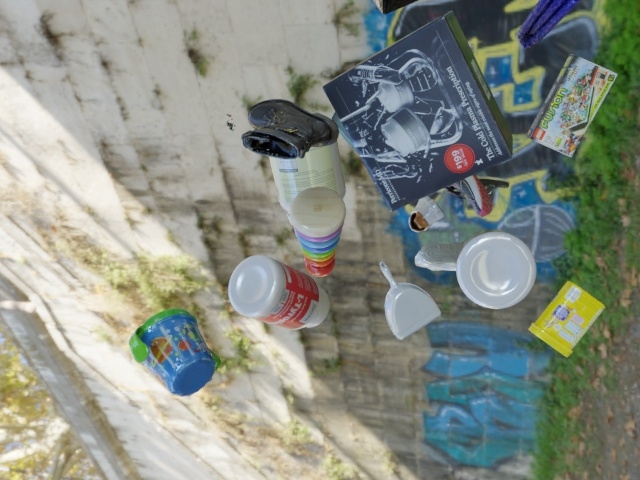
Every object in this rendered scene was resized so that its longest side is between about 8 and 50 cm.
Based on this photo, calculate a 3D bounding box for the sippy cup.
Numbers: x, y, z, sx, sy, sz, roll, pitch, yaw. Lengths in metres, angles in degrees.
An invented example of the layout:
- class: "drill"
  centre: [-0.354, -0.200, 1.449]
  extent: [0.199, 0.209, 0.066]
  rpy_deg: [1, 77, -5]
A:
- class: "sippy cup"
  centre: [-0.462, 0.378, 1.972]
  extent: [0.305, 0.224, 0.240]
  rpy_deg: [-18, -46, -35]

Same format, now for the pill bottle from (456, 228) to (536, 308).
- class: "pill bottle"
  centre: [0.455, 0.065, 1.589]
  extent: [0.334, 0.187, 0.188]
  rpy_deg: [-9, -79, -75]

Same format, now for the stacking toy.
- class: "stacking toy"
  centre: [0.000, 0.000, 1.619]
  extent: [0.330, 0.141, 0.141]
  rpy_deg: [84, -165, -61]

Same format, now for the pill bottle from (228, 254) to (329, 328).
- class: "pill bottle"
  centre: [-0.141, 0.212, 2.302]
  extent: [0.407, 0.228, 0.229]
  rpy_deg: [28, -116, -54]

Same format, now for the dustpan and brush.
- class: "dustpan and brush"
  centre: [0.225, 0.152, 1.696]
  extent: [0.211, 0.147, 0.060]
  rpy_deg: [60, 174, -13]

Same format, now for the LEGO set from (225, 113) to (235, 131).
- class: "LEGO set"
  centre: [-0.379, -0.488, 2.526]
  extent: [0.054, 0.023, 0.083]
  rpy_deg: [34, -140, -46]

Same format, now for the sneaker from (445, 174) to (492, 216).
- class: "sneaker"
  centre: [0.460, -0.186, 1.986]
  extent: [0.120, 0.112, 0.299]
  rpy_deg: [31, -154, -50]

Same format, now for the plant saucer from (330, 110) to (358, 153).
- class: "plant saucer"
  centre: [0.098, -0.315, 1.855]
  extent: [0.192, 0.018, 0.067]
  rpy_deg: [45, -140, -20]

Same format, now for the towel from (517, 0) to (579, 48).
- class: "towel"
  centre: [0.581, -0.598, 1.373]
  extent: [0.308, 0.076, 0.228]
  rpy_deg: [-53, -6, -13]

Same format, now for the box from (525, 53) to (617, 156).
- class: "box"
  centre: [0.582, -0.312, 1.409]
  extent: [0.036, 0.114, 0.207]
  rpy_deg: [-77, 10, -71]

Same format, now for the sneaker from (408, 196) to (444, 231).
- class: "sneaker"
  centre: [0.368, -0.096, 2.213]
  extent: [0.106, 0.123, 0.290]
  rpy_deg: [53, -173, 1]

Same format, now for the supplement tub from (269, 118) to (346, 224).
- class: "supplement tub"
  centre: [-0.042, -0.232, 2.042]
  extent: [0.235, 0.235, 0.325]
  rpy_deg: [-59, -38, -59]

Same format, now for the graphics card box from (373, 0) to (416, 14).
- class: "graphics card box"
  centre: [0.171, -0.740, 1.491]
  extent: [0.094, 0.232, 0.371]
  rpy_deg: [77, 168, -63]

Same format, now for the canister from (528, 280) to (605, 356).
- class: "canister"
  centre: [0.661, 0.209, 1.620]
  extent: [0.170, 0.126, 0.073]
  rpy_deg: [-54, 8, 7]

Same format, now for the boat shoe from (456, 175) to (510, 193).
- class: "boat shoe"
  centre: [0.600, -0.201, 2.241]
  extent: [0.084, 0.233, 0.079]
  rpy_deg: [-166, 77, -64]

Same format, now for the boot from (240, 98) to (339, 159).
- class: "boot"
  centre: [-0.103, -0.247, 1.349]
  extent: [0.229, 0.262, 0.091]
  rpy_deg: [-33, -46, -54]

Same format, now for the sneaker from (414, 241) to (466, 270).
- class: "sneaker"
  centre: [0.422, 0.061, 1.950]
  extent: [0.095, 0.234, 0.090]
  rpy_deg: [109, 168, -62]

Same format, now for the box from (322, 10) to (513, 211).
- class: "box"
  centre: [0.234, -0.296, 1.416]
  extent: [0.343, 0.312, 0.179]
  rpy_deg: [59, -153, -13]
